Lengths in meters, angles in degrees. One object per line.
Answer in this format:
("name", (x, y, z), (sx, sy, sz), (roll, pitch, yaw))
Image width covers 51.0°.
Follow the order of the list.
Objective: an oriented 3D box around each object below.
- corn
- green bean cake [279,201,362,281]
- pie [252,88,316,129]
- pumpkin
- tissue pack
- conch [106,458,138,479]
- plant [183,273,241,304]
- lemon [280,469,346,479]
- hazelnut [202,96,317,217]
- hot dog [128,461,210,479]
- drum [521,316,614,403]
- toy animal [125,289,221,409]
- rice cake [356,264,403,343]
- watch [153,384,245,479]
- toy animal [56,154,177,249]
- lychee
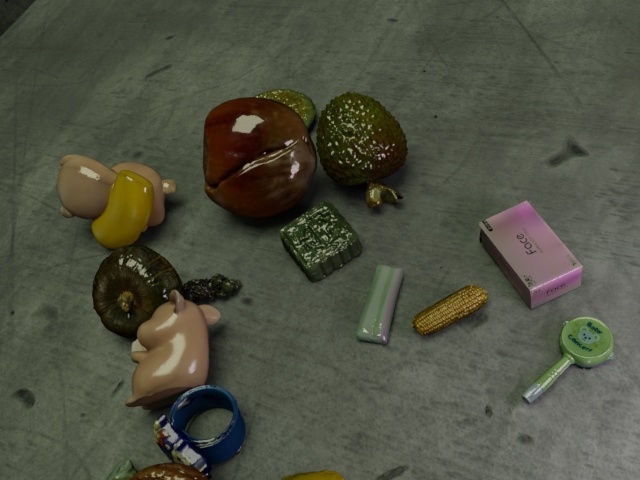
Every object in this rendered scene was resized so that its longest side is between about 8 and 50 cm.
("corn", (0.319, 0.170, 1.644), (0.207, 0.068, 0.068), (-27, 50, -5))
("green bean cake", (0.000, 0.000, 1.866), (0.183, 0.094, 0.185), (-32, 56, -9))
("pie", (-0.149, -0.404, 2.236), (0.277, 0.078, 0.277), (-5, 52, 7))
("pumpkin", (-0.495, 0.148, 1.803), (0.260, 0.260, 0.189), (-2, 17, 16))
("tissue pack", (0.520, 0.030, 1.671), (0.148, 0.092, 0.246), (-25, 50, -4))
("conch", (-0.467, 0.594, 1.550), (0.116, 0.106, 0.173), (-30, 28, 22))
("plant", (-0.310, 0.133, 1.870), (0.174, 0.087, 0.085), (-10, 26, 5))
("lemon", (0.004, 0.587, 1.322), (0.233, 0.233, 0.288), (-36, 53, -11))
("hazelnut", (-0.184, -0.246, 1.963), (0.372, 0.372, 0.315), (6, 19, 22))
("hot dog", (-0.323, 0.662, 1.389), (0.267, 0.174, 0.387), (-2, 73, 11))
("drum", (0.563, 0.280, 1.493), (0.130, 0.049, 0.253), (24, 64, 31))
("toy animal", (-0.376, 0.281, 1.688), (0.213, 0.195, 0.256), (-15, 68, 21))
("rice cake", (0.156, 0.160, 1.721), (0.080, 0.042, 0.221), (5, 55, 22))
("watch", (-0.272, 0.447, 1.573), (0.196, 0.171, 0.200), (35, 58, 23))
("toy animal", (-0.629, -0.133, 2.100), (0.345, 0.277, 0.247), (13, 29, 14))
("lychee", (0.119, -0.265, 1.919), (0.270, 0.320, 0.270), (-9, 26, 5))
